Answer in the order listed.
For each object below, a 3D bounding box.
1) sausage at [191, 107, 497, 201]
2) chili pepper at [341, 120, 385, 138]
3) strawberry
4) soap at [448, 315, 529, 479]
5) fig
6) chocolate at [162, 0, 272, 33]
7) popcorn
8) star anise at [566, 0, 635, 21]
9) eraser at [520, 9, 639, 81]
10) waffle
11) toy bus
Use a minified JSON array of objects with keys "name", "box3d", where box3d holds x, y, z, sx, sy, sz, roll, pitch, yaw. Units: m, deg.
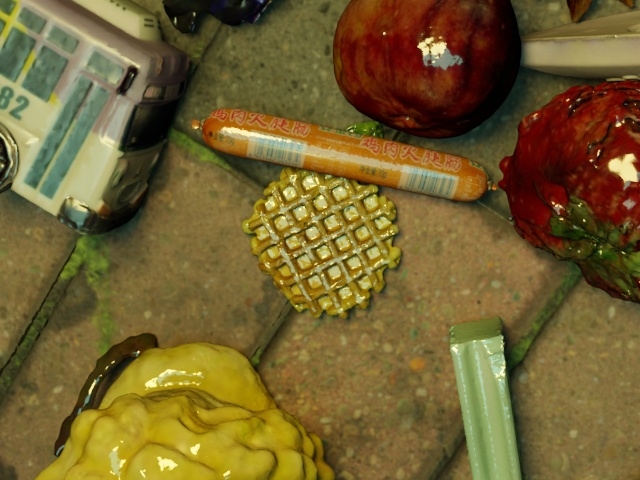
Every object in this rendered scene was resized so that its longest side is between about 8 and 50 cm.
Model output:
[{"name":"sausage","box3d":[0.027,-0.095,1.345,0.347,0.053,0.053,12,102,-1]},{"name":"chili pepper","box3d":[0.030,-0.117,1.381,0.091,0.034,0.030,-6,66,10]},{"name":"strawberry","box3d":[0.323,-0.061,1.246,0.274,0.274,0.220,37,68,-1]},{"name":"soap","box3d":[0.191,0.194,1.372,0.063,0.114,0.198,-9,100,8]},{"name":"fig","box3d":[0.133,-0.232,1.280,0.186,0.203,0.249,37,70,-29]},{"name":"chocolate","box3d":[-0.032,-0.337,1.305,0.343,0.126,0.148,-43,134,16]},{"name":"popcorn","box3d":[-0.170,0.269,1.348,0.349,0.349,0.382,-35,56,12]},{"name":"star anise","box3d":[0.288,-0.315,1.293,0.167,0.057,0.168,2,100,8]},{"name":"eraser","box3d":[0.318,-0.200,1.262,0.243,0.204,0.059,-2,108,30]},{"name":"waffle","box3d":[0.005,-0.002,1.398,0.191,0.038,0.191,1,100,7]},{"name":"toy bus","box3d":[-0.363,-0.208,1.322,0.440,0.209,0.249,31,101,3]}]
